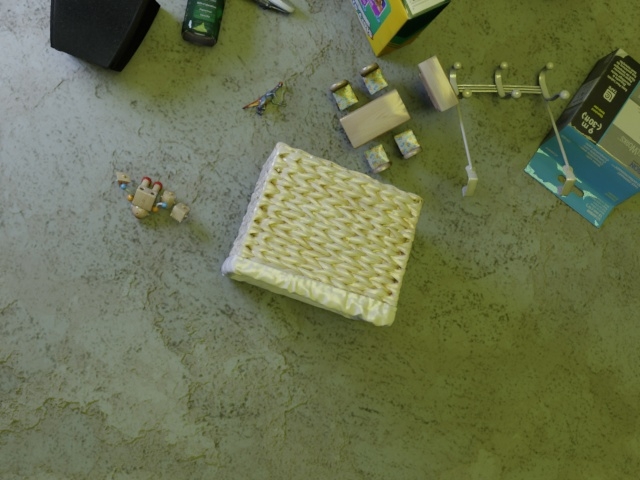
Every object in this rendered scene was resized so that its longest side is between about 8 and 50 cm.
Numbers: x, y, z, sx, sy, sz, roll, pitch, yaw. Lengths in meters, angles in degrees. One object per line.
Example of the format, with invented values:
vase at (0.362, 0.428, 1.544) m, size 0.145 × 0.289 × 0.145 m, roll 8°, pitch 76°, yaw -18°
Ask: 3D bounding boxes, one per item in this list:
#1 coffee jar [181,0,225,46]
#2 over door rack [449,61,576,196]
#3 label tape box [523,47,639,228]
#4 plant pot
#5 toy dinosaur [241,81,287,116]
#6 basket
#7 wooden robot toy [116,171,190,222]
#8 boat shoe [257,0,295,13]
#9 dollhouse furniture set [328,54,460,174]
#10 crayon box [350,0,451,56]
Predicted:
coffee jar at (-0.241, -0.514, 1.638) m, size 0.079 × 0.096 × 0.185 m, roll 11°, pitch 88°, yaw -12°
over door rack at (0.420, -0.258, 1.682) m, size 0.239 × 0.108 × 0.324 m, roll 0°, pitch 65°, yaw -5°
label tape box at (0.670, -0.231, 1.778) m, size 0.240 × 0.106 × 0.334 m, roll 36°, pitch 83°, yaw -6°
plant pot at (-0.449, -0.444, 1.566) m, size 0.187 × 0.188 × 0.167 m, roll 19°, pitch 97°, yaw -9°
toy dinosaur at (-0.116, -0.317, 1.684) m, size 0.090 × 0.047 × 0.082 m, roll 18°, pitch 67°, yaw 2°
basket at (0.000, 0.000, 1.553) m, size 0.331 × 0.328 × 0.267 m, roll 21°, pitch 83°, yaw -8°
wooden robot toy at (-0.366, -0.079, 1.637) m, size 0.173 × 0.076 × 0.079 m, roll 25°, pitch 120°, yaw -8°
boat shoe at (-0.124, -0.532, 1.687) m, size 0.142 × 0.049 × 0.040 m, roll 28°, pitch 118°, yaw -9°
dollhouse furniture set at (0.161, -0.281, 1.634) m, size 0.242 × 0.161 × 0.212 m, roll -27°, pitch 94°, yaw 11°
crayon box at (0.112, -0.594, 1.587) m, size 0.106 × 0.313 × 0.363 m, roll -25°, pitch 93°, yaw -6°
